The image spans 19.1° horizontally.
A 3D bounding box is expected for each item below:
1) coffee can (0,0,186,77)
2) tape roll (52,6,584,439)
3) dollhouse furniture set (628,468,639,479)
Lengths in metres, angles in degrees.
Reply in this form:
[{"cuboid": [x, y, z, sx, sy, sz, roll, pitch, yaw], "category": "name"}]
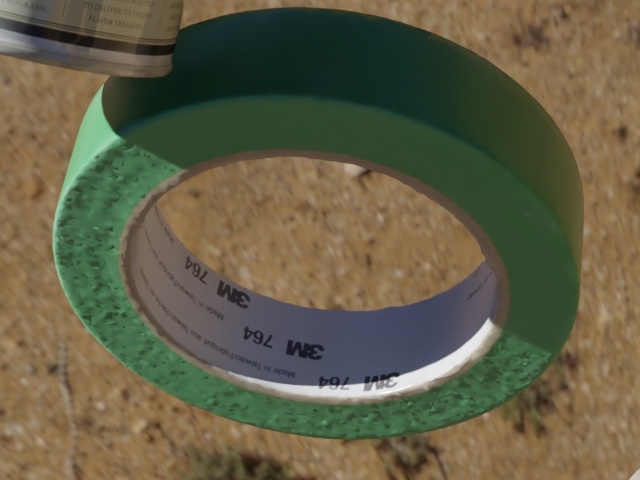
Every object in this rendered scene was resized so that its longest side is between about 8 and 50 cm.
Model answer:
[{"cuboid": [-0.141, -0.243, 0.993, 0.201, 0.201, 0.275, 20, 101, 24], "category": "coffee can"}, {"cuboid": [0.000, 0.000, 1.173, 0.321, 0.321, 0.077, -3, 47, 15], "category": "tape roll"}, {"cuboid": [0.151, 0.206, 0.795, 0.182, 0.101, 0.161, -44, 27, -21], "category": "dollhouse furniture set"}]
